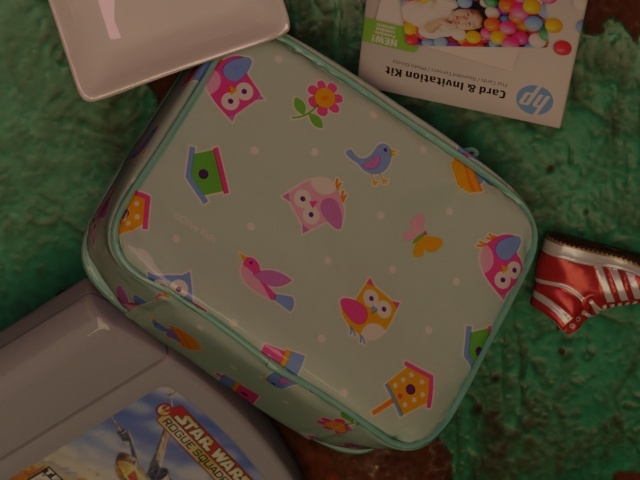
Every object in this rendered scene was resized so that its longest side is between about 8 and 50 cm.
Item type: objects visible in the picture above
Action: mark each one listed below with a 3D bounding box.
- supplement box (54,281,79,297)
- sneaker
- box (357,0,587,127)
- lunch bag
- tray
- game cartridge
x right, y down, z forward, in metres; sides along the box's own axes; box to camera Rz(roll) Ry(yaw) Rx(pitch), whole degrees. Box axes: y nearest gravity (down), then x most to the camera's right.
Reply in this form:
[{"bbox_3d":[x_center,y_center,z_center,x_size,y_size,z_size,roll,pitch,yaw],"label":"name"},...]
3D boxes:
[{"bbox_3d":[-0.137,0.065,1.357,0.083,0.056,0.083,-26,108,7],"label":"supplement box"},{"bbox_3d":[0.209,0.041,1.368,0.118,0.042,0.067,16,103,1],"label":"sneaker"},{"bbox_3d":[0.104,-0.169,1.245,0.145,0.038,0.186,13,135,6],"label":"box"},{"bbox_3d":[0.000,0.000,1.279,0.279,0.108,0.224,34,68,-15],"label":"lunch bag"},{"bbox_3d":[-0.126,-0.237,1.233,0.145,0.030,0.270,-18,88,6],"label":"tray"},{"bbox_3d":[-0.132,0.165,1.348,0.198,0.062,0.297,-30,124,15],"label":"game cartridge"}]
